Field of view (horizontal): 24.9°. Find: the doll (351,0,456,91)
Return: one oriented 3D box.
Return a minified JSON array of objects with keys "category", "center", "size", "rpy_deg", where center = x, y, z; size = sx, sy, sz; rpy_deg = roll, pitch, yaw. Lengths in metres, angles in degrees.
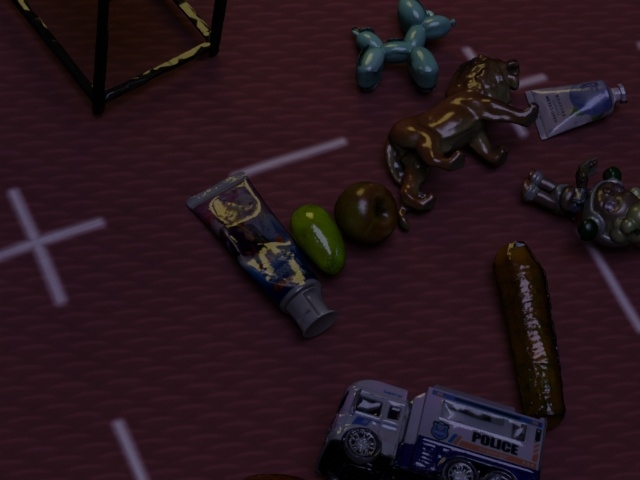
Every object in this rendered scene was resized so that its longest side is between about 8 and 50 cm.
[{"category":"doll","center":[0.126,-0.293,2.147],"size":[0.159,0.059,0.159],"rpy_deg":[-5,58,-1]}]

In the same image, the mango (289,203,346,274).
[{"category":"mango","center":[0.000,0.000,1.972],"size":[0.056,0.073,0.108],"rpy_deg":[-33,64,19]}]

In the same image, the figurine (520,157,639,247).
[{"category":"figurine","center":[0.384,-0.054,2.047],"size":[0.197,0.093,0.147],"rpy_deg":[27,51,7]}]

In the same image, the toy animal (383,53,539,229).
[{"category":"toy animal","center":[0.190,-0.164,2.086],"size":[0.312,0.097,0.157],"rpy_deg":[-33,60,-20]}]

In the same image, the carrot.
[{"category":"carrot","center":[0.282,0.127,1.952],"size":[0.070,0.070,0.260],"rpy_deg":[-1,63,-10]}]

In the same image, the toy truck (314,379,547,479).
[{"category":"toy truck","center":[0.139,0.262,1.829],"size":[0.268,0.124,0.155],"rpy_deg":[18,54,-2]}]

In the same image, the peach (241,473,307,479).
[{"category":"peach","center":[-0.076,0.389,1.669],"size":[0.256,0.232,0.232],"rpy_deg":[-21,67,-28]}]

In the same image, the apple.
[{"category":"apple","center":[0.063,-0.037,1.994],"size":[0.089,0.074,0.089],"rpy_deg":[15,60,-28]}]

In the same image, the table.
[{"category":"table","center":[-0.309,-0.407,2.021],"size":[0.222,0.272,0.335],"rpy_deg":[-31,70,-23]}]

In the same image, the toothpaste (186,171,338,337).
[{"category":"toothpaste","center":[-0.074,0.016,1.967],"size":[0.096,0.061,0.266],"rpy_deg":[-29,64,-21]}]

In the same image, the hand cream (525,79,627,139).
[{"category":"hand cream","center":[0.384,-0.202,2.154],"size":[0.142,0.053,0.084],"rpy_deg":[-13,66,-4]}]
